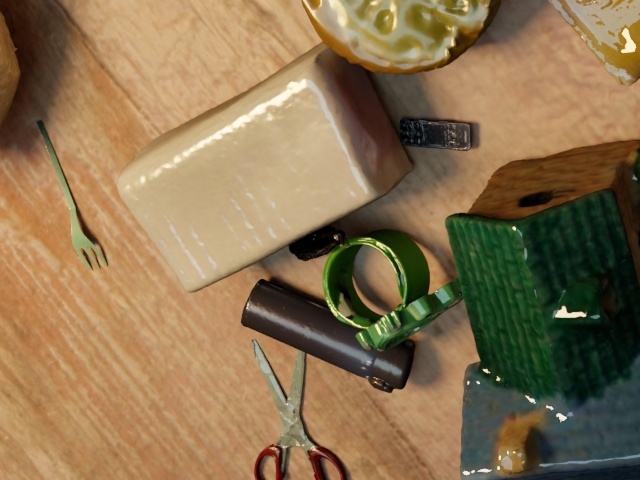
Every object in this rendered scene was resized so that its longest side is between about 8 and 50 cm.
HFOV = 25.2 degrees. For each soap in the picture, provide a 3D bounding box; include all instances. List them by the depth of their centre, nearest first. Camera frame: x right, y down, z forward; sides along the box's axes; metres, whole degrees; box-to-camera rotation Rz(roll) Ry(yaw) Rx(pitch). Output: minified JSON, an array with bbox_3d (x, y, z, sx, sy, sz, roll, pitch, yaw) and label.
[{"bbox_3d":[0.333,-0.306,1.656,0.135,0.076,0.233,-38,94,28],"label":"soap"}]

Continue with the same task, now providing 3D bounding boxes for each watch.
[{"bbox_3d":[0.095,0.052,1.889,0.165,0.131,0.152,-40,75,34],"label":"watch"}]

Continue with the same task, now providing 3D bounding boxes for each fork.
[{"bbox_3d":[-0.368,-0.061,2.063,0.039,0.021,0.235,-15,106,23],"label":"fork"}]

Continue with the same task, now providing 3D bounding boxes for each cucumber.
[{"bbox_3d":[0.000,0.000,1.885,0.039,0.163,0.043,5,79,-20],"label":"cucumber"}]

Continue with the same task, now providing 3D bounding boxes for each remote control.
[{"bbox_3d":[0.148,-0.137,1.834,0.096,0.014,0.039,6,114,20],"label":"remote control"}]

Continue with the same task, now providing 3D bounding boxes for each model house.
[{"bbox_3d":[0.326,0.107,1.681,0.334,0.342,0.382,-11,107,26],"label":"model house"}]

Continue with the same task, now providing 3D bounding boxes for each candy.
[{"bbox_3d":[0.097,-0.324,1.704,0.259,0.118,0.260,4,105,15],"label":"candy"},{"bbox_3d":[-0.074,-0.094,1.863,0.358,0.145,0.208,-26,101,29],"label":"candy"}]

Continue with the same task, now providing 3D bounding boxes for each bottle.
[{"bbox_3d":[0.012,0.133,1.965,0.244,0.072,0.082,22,76,11],"label":"bottle"}]

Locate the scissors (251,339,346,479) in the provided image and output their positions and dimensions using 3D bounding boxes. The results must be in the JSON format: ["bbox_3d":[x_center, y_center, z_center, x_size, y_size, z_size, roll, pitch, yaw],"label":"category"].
[{"bbox_3d":[-0.044,0.258,2.075,0.144,0.017,0.248,-1,110,21],"label":"scissors"}]

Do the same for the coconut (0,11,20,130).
[{"bbox_3d":[-0.569,-0.222,1.897,0.346,0.346,0.360,-35,95,29],"label":"coconut"}]
